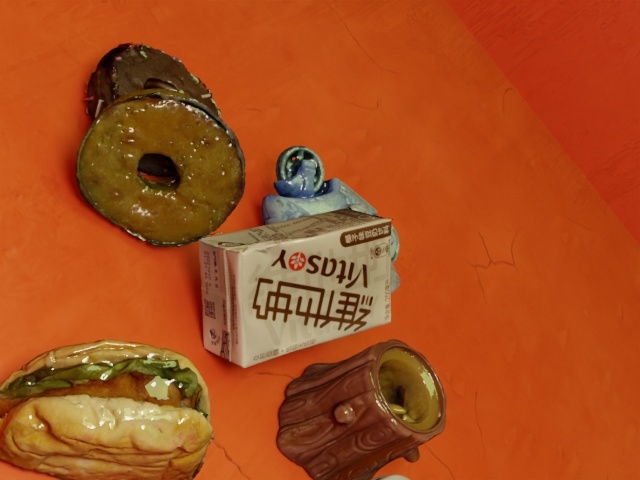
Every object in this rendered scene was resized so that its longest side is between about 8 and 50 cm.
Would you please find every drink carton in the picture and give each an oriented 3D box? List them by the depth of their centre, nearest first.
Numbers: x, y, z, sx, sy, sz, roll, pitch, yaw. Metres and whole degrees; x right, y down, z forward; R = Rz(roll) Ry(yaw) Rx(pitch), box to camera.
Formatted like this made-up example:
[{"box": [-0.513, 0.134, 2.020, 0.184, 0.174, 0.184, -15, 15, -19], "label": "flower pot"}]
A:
[{"box": [-0.032, 0.069, 1.638, 0.325, 0.132, 0.194, -13, 107, -37], "label": "drink carton"}]

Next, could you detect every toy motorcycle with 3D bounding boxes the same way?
[{"box": [0.014, -0.006, 1.826, 0.319, 0.182, 0.241, 41, 38, -19], "label": "toy motorcycle"}]

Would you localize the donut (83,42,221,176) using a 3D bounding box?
[{"box": [-0.295, -0.225, 1.736, 0.270, 0.103, 0.269, 31, 41, -31], "label": "donut"}]

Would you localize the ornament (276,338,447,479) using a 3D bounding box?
[{"box": [0.070, 0.279, 1.624, 0.221, 0.218, 0.235, 4, 60, -46], "label": "ornament"}]

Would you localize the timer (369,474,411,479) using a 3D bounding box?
[{"box": [0.096, 0.510, 1.547, 0.237, 0.087, 0.261, -9, 83, -49], "label": "timer"}]

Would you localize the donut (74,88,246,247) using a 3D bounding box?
[{"box": [-0.261, -0.127, 1.595, 0.272, 0.272, 0.107, 32, 13, -27], "label": "donut"}]

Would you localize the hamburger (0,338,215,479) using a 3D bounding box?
[{"box": [-0.253, 0.227, 1.324, 0.330, 0.209, 0.162, 26, 44, -35], "label": "hamburger"}]
